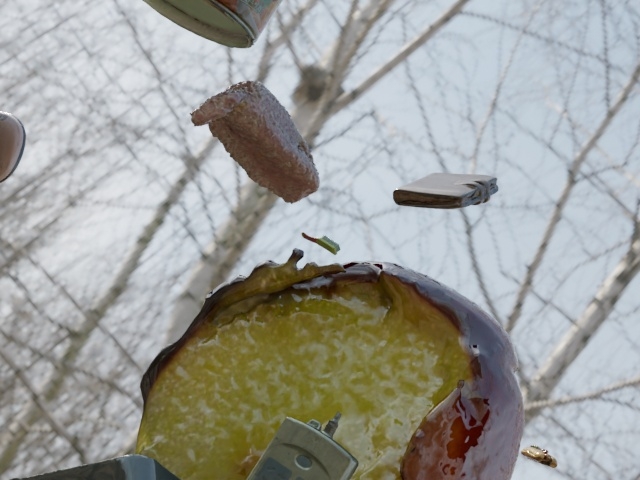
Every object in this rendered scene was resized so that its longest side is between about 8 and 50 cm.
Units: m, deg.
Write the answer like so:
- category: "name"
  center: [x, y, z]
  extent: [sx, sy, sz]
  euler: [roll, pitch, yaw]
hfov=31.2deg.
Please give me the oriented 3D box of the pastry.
- category: "pastry"
  center: [-0.096, -0.166, 1.783]
  extent: [0.102, 0.112, 0.265]
  euler: [-17, -37, 26]

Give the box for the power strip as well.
- category: "power strip"
  center: [-0.043, 0.251, 1.032]
  extent: [0.080, 0.227, 0.029]
  euler: [28, -9, 28]

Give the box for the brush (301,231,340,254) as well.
- category: "brush"
  center: [0.000, 0.000, 2.026]
  extent: [0.083, 0.021, 0.019]
  euler: [26, -29, 34]

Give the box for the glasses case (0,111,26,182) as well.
- category: "glasses case"
  center: [-0.610, -0.170, 1.855]
  extent: [0.314, 0.122, 0.075]
  euler: [15, -7, 24]

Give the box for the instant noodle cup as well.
- category: "instant noodle cup"
  center: [-0.160, -0.446, 1.773]
  extent: [0.296, 0.214, 0.296]
  euler: [26, -7, 4]

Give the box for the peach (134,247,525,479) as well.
- category: "peach"
  center: [0.006, 0.211, 1.234]
  extent: [0.339, 0.416, 0.353]
  euler: [-118, -145, -42]

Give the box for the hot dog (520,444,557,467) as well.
- category: "hot dog"
  center: [0.289, 0.283, 1.509]
  extent: [0.037, 0.021, 0.083]
  euler: [25, -6, -7]

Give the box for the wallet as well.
- category: "wallet"
  center: [0.183, -0.070, 1.647]
  extent: [0.117, 0.152, 0.039]
  euler: [6, -76, 30]

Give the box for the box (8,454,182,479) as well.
- category: "box"
  center: [-0.153, 0.269, 0.898]
  extent: [0.163, 0.135, 0.243]
  euler: [-15, -33, 12]
